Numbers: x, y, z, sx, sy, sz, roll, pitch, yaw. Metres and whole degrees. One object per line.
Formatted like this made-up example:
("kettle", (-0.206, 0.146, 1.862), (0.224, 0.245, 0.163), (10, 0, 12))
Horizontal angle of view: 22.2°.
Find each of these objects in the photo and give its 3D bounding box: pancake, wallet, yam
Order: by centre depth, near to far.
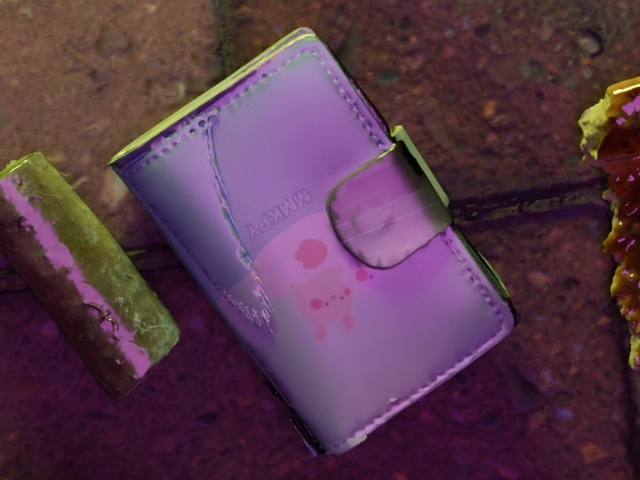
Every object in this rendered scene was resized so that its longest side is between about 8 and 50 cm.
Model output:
("yam", (-0.161, 0.020, 1.079), (0.068, 0.068, 0.169), (-35, 96, -2))
("wallet", (0.000, 0.000, 1.089), (0.176, 0.075, 0.250), (-35, 99, 2))
("pancake", (0.289, -0.007, 1.104), (0.266, 0.057, 0.244), (21, 103, 6))
